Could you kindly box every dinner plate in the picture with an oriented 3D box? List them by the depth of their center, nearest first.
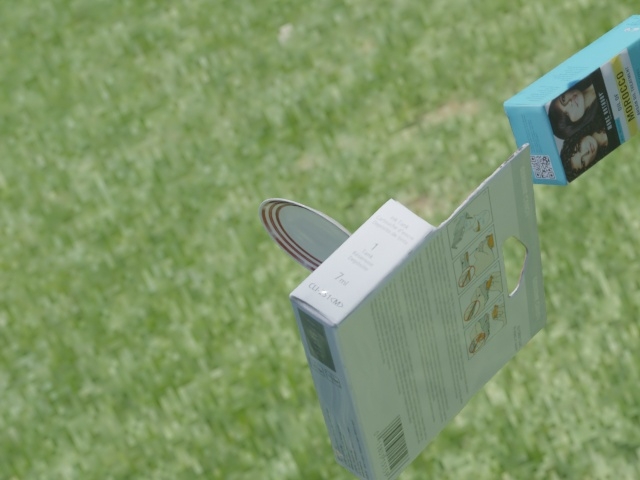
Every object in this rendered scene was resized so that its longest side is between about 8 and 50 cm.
[{"bbox_3d":[0.000,0.000,1.809,0.141,0.141,0.017,2,52,53],"label":"dinner plate"}]

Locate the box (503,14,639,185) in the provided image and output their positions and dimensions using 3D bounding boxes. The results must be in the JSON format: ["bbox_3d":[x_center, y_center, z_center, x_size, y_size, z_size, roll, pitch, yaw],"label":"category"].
[{"bbox_3d":[0.313,-0.160,1.998,0.244,0.101,0.060,-35,26,-34],"label":"box"}]

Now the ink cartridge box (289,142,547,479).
[{"bbox_3d":[0.094,0.061,1.563,0.060,0.275,0.239,33,65,30],"label":"ink cartridge box"}]
